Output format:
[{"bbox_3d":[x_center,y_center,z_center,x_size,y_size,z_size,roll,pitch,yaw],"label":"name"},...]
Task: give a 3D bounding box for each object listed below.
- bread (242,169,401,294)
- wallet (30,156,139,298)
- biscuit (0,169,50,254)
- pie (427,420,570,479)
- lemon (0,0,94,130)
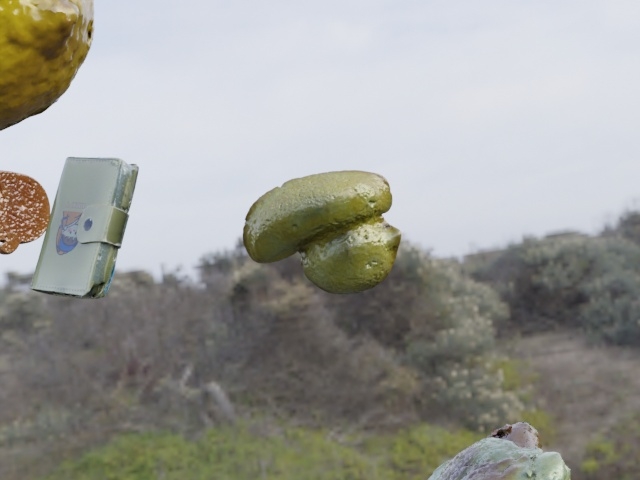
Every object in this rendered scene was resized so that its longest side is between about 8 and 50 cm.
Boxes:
[{"bbox_3d":[0.000,0.000,1.436,0.188,0.149,0.065,-11,12,8],"label":"bread"},{"bbox_3d":[-0.253,-0.014,1.339,0.110,0.155,0.039,4,-14,40],"label":"wallet"},{"bbox_3d":[-0.287,-0.025,1.124,0.015,0.078,0.091,-9,-13,41],"label":"biscuit"},{"bbox_3d":[0.201,0.347,1.589,0.257,0.105,0.274,-34,7,0],"label":"pie"},{"bbox_3d":[-0.276,-0.173,0.946,0.257,0.188,0.188,7,9,42],"label":"lemon"}]
